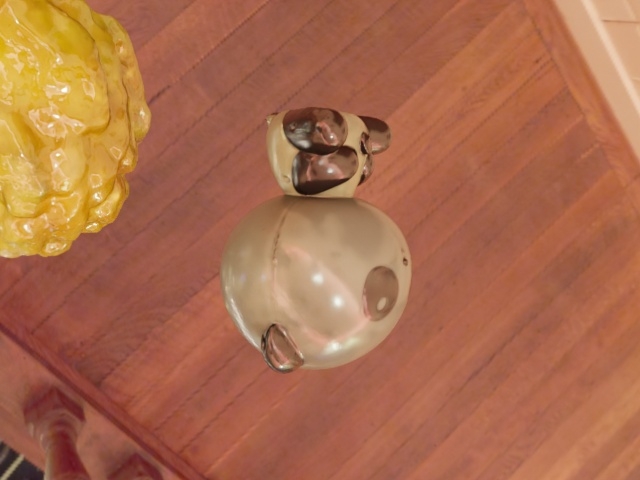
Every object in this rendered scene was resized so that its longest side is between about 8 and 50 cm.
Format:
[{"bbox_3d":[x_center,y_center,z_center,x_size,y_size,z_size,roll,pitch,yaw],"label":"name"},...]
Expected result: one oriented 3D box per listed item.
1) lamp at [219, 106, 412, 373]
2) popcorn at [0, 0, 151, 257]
[{"bbox_3d":[0.000,0.000,0.746,0.198,0.198,0.243,2,98,-24],"label":"lamp"},{"bbox_3d":[-0.194,-0.076,0.448,0.155,0.198,0.197,-50,120,-23],"label":"popcorn"}]
